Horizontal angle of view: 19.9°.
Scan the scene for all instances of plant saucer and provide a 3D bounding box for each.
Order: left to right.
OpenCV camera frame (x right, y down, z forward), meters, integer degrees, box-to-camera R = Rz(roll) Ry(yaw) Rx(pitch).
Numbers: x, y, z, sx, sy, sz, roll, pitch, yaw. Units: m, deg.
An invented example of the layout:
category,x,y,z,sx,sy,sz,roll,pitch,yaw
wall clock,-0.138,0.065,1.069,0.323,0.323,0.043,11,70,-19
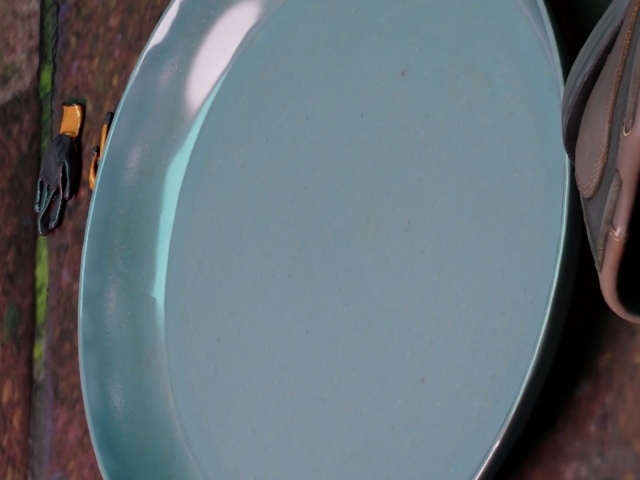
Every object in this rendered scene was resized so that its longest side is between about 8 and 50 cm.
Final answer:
category,x,y,z,sx,sy,sz,roll,pitch,yaw
plant saucer,0.000,0.000,0.769,0.317,0.044,0.317,-17,67,47

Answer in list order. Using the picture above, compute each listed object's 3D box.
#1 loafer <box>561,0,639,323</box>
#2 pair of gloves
category,x,y,z,sx,sy,sz,roll,pitch,yaw
loafer,0.133,-0.070,0.517,0.267,0.096,0.084,103,175,-56
pair of gloves,-0.126,-0.036,0.961,0.083,0.010,0.074,8,86,52
